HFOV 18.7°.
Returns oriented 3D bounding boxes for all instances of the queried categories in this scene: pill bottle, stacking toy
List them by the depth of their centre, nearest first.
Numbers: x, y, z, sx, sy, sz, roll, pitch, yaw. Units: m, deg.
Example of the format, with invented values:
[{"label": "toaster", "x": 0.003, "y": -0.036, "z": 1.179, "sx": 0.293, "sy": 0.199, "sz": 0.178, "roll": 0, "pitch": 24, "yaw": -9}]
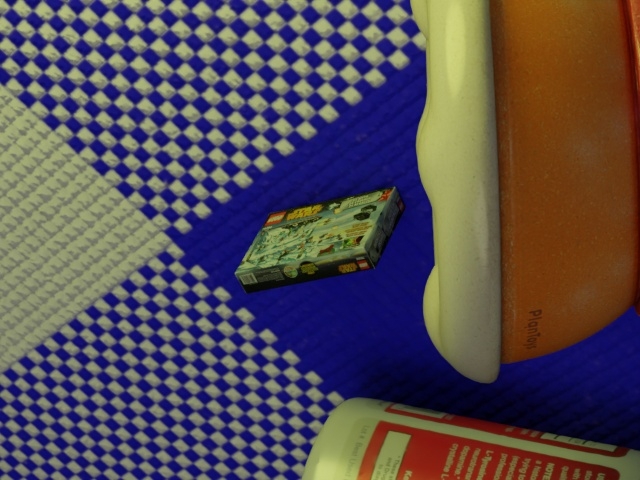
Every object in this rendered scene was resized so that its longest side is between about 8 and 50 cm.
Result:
[{"label": "stacking toy", "x": 0.311, "y": -0.075, "z": 1.459, "sx": 0.480, "sy": 0.350, "sz": 0.351, "roll": -2, "pitch": 128, "yaw": 2}, {"label": "pill bottle", "x": 0.193, "y": 0.290, "z": 1.799, "sx": 0.407, "sy": 0.229, "sz": 0.229, "roll": 10, "pitch": 130, "yaw": 16}]

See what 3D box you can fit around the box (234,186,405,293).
[{"label": "box", "x": 0.000, "y": 0.000, "z": 1.738, "sx": 0.137, "sy": 0.094, "sz": 0.027, "roll": -11, "pitch": 122, "yaw": 31}]
